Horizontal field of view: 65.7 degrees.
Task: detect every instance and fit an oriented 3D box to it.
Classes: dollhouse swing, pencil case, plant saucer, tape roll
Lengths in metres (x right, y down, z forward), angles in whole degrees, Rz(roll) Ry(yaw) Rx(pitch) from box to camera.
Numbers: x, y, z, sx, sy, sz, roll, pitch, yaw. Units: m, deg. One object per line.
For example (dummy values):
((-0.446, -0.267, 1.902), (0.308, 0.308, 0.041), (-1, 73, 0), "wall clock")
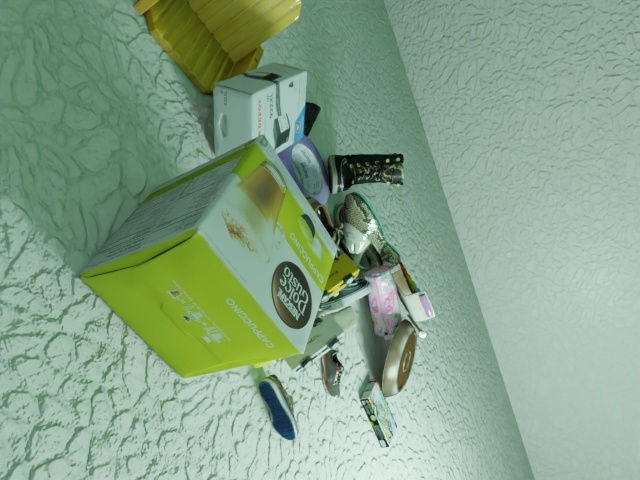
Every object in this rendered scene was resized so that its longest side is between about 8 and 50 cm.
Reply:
((-0.256, -0.649, 1.416), (0.347, 0.305, 0.315), (50, 36, -37), "dollhouse swing")
((0.245, 0.241, 1.944), (0.124, 0.124, 0.284), (-33, 115, -60), "pencil case")
((0.315, 0.461, 1.921), (0.310, 0.050, 0.311), (-37, 133, -55), "plant saucer")
((-0.079, -0.234, 1.715), (0.275, 0.090, 0.275), (38, 43, -46), "tape roll")

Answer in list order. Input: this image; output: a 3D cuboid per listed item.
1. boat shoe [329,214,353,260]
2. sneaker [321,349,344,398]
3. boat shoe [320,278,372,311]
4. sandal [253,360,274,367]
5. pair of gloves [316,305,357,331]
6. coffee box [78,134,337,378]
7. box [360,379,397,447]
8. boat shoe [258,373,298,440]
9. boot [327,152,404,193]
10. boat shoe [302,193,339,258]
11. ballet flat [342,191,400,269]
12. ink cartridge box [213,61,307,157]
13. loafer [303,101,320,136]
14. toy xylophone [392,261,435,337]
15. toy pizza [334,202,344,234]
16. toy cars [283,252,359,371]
((0.053, -0.018, 1.838), (0.084, 0.079, 0.233), (-26, 95, -59), "boat shoe")
((0.046, 0.427, 1.590), (0.061, 0.065, 0.158), (8, 68, -59), "sneaker")
((0.086, 0.167, 1.774), (0.301, 0.108, 0.102), (-17, 91, -54), "boat shoe")
((-0.140, 0.208, 1.346), (0.138, 0.126, 0.317), (55, 25, -22), "sandal")
((-0.001, 0.217, 1.591), (0.204, 0.042, 0.240), (-29, 94, -35), "pair of gloves")
((-0.213, 0.045, 1.067), (0.338, 0.338, 0.334), (55, 33, -27), "coffee box")
((0.213, 0.628, 1.799), (0.207, 0.036, 0.114), (66, 29, -11), "box")
((-0.099, 0.443, 1.328), (0.066, 0.066, 0.183), (-33, 104, -62), "boat shoe")
((0.177, -0.263, 1.901), (0.377, 0.284, 0.138), (-63, 153, -74), "boot")
((0.000, 0.000, 1.631), (0.123, 0.116, 0.324), (-44, 131, -26), "boat shoe")
((0.182, 0.014, 1.943), (0.182, 0.164, 0.483), (-51, 141, -10), "ballet flat")
((-0.169, -0.373, 1.461), (0.307, 0.129, 0.223), (-46, 149, -50), "ink cartridge box")
((-0.065, -0.451, 1.890), (0.078, 0.076, 0.223), (25, 50, -6), "loafer")
((0.368, 0.236, 1.976), (0.323, 0.081, 0.236), (-110, 176, -67), "toy xylophone")
((0.120, -0.061, 2.023), (0.201, 0.032, 0.201), (37, 45, -47), "toy pizza")
((0.004, 0.219, 1.495), (0.087, 0.176, 0.394), (73, 28, -56), "toy cars")
